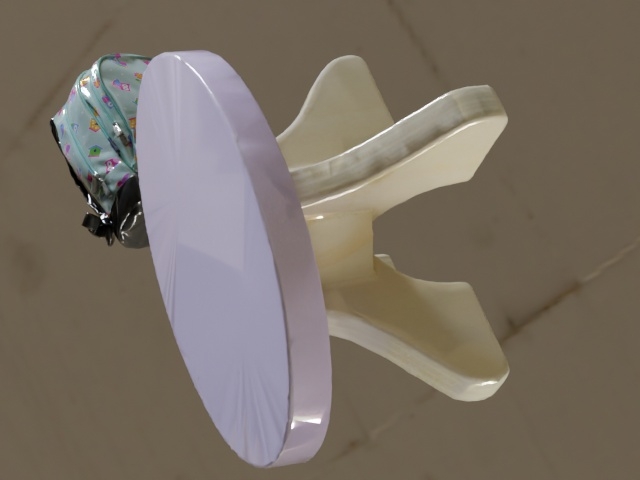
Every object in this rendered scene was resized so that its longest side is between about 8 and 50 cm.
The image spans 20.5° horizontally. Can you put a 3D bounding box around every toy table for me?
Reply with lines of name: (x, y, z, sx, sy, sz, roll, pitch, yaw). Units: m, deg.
toy table: (0.000, 0.000, 1.098, 0.252, 0.161, 0.274, -46, -123, 58)

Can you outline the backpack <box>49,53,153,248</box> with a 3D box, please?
backpack: (-0.165, -0.083, 1.632, 0.115, 0.152, 0.182, -49, -122, 24)
